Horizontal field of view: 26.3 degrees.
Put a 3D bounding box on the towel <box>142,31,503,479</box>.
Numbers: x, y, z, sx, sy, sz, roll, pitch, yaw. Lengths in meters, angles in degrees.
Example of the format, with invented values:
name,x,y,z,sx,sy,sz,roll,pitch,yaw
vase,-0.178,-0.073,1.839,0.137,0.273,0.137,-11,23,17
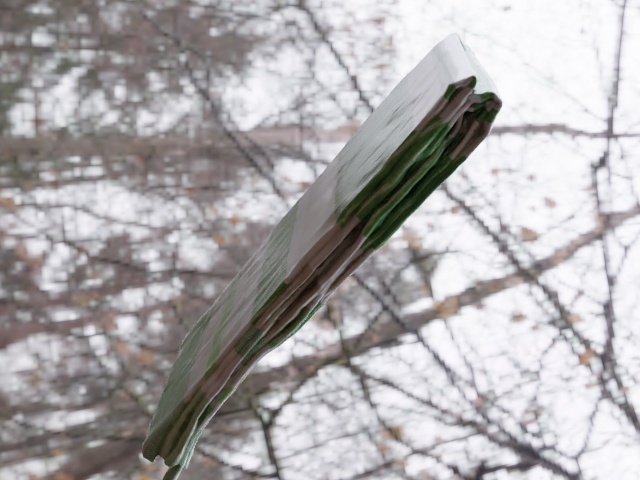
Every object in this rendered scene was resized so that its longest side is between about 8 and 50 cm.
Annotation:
name,x,y,z,sx,sy,sz,roll,pitch,yaw
towel,0.000,0.000,0.937,0.038,0.248,0.325,38,-76,-9
